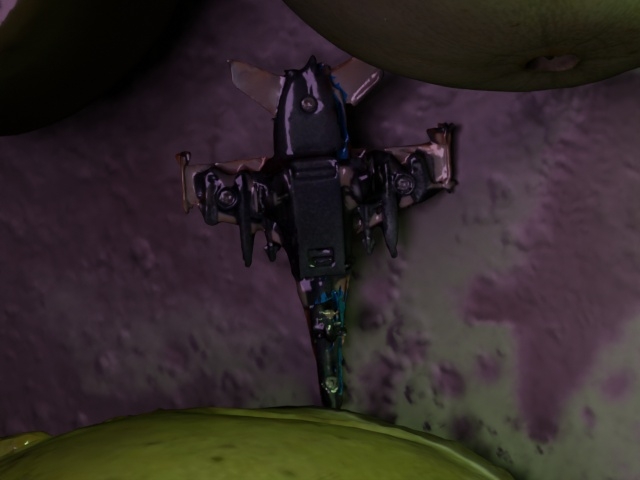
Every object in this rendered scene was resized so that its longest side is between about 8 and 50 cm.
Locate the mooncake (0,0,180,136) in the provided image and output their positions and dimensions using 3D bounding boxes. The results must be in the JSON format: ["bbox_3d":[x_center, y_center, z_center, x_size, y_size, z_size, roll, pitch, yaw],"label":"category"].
[{"bbox_3d":[-0.189,-0.194,0.879,0.284,0.155,0.284,-1,88,28],"label":"mooncake"}]

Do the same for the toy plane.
[{"bbox_3d":[0.000,0.002,0.838,0.135,0.062,0.188,-3,91,0],"label":"toy plane"}]

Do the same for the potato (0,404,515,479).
[{"bbox_3d":[-0.086,0.293,0.726,0.385,0.319,0.442,10,96,35],"label":"potato"}]

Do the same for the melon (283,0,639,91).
[{"bbox_3d":[0.063,-0.225,0.693,0.268,0.268,0.330,-13,77,26],"label":"melon"}]
